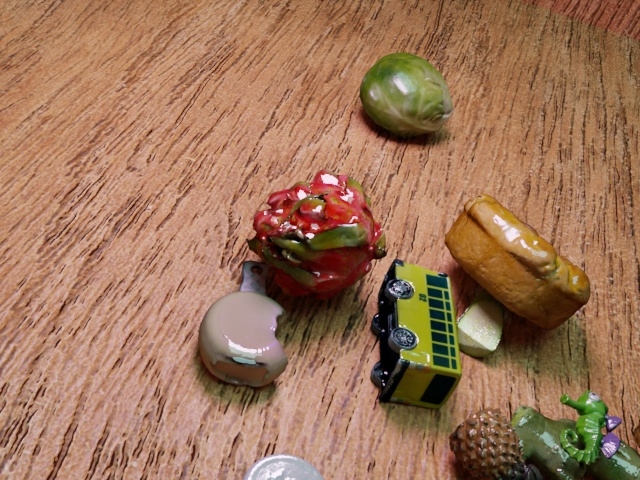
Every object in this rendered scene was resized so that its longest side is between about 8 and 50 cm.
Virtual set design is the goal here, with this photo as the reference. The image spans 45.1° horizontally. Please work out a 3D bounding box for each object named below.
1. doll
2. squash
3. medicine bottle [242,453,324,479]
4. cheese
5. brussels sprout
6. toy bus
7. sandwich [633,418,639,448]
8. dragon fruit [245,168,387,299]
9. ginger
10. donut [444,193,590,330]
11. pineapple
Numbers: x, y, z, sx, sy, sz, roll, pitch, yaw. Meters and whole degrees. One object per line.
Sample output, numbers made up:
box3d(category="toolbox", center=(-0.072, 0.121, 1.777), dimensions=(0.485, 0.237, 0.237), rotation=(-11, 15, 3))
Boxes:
box3d(category="doll", center=(0.458, 0.317, 1.323), dimensions=(0.115, 0.050, 0.190), rotation=(30, 33, 8))
box3d(category="squash", center=(0.336, 0.144, 1.570), dimensions=(0.090, 0.075, 0.200), rotation=(6, 35, 21))
box3d(category="medicine bottle", center=(-0.066, 0.392, 1.073), dimensions=(0.135, 0.168, 0.135), rotation=(10, 41, -9))
box3d(category="cheese", center=(-0.128, 0.135, 1.402), dimensions=(0.163, 0.082, 0.286), rotation=(15, 40, -6))
box3d(category="brussels sprout", center=(0.223, -0.376, 2.012), dimensions=(0.244, 0.244, 0.244), rotation=(11, 41, -9))
box3d(category="toy bus", center=(0.179, 0.171, 1.442), dimensions=(0.150, 0.128, 0.262), rotation=(12, 42, -8))
box3d(category="sandwich", center=(0.729, 0.409, 1.332), dimensions=(0.325, 0.131, 0.262), rotation=(12, 39, -34))
box3d(category="dragon fruit", center=(-0.008, -0.009, 1.474), dimensions=(0.237, 0.231, 0.303), rotation=(53, 30, 8))
box3d(category="ginger", center=(0.455, 0.381, 1.350), dimensions=(0.290, 0.089, 0.137), rotation=(19, 22, -7))
box3d(category="donut", center=(0.401, 0.043, 1.578), dimensions=(0.299, 0.150, 0.317), rotation=(35, 12, -10))
box3d(category="pineapple", center=(0.328, 0.402, 1.240), dimensions=(0.130, 0.119, 0.277), rotation=(-20, 56, -22))
